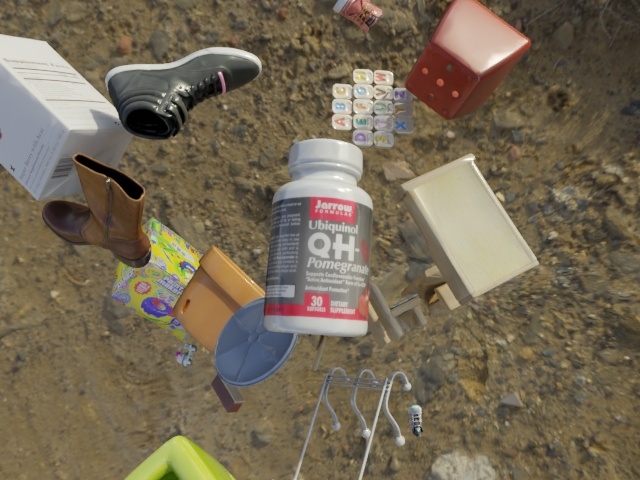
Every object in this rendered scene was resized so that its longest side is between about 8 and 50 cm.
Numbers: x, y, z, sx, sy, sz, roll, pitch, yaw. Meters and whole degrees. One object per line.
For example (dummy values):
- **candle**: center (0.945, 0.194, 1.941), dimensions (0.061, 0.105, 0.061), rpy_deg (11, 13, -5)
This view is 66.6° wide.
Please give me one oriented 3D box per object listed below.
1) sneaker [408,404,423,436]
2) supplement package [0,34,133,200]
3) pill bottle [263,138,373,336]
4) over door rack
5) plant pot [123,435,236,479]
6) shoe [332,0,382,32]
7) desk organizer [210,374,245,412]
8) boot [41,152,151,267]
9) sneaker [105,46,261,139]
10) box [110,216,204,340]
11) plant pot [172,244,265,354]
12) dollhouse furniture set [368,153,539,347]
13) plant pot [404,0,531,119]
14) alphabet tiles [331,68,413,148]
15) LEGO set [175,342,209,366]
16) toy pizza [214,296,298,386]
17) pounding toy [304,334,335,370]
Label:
- **sneaker**: center (0.269, 0.510, 1.355), dimensions (0.038, 0.098, 0.069), rpy_deg (-10, 38, 4)
- **supplement package**: center (-0.561, -0.248, 0.977), dimensions (0.293, 0.175, 0.177), rpy_deg (42, 114, 7)
- **pill bottle**: center (0.000, 0.000, 0.834), dimensions (0.176, 0.176, 0.319), rpy_deg (0, 80, 16)
- **over door rack**: center (0.050, 0.430, 1.039), dimensions (0.108, 0.239, 0.324), rpy_deg (43, 59, -20)
- **plant pot**: center (-0.078, 0.319, 0.334), dimensions (0.228, 0.207, 0.227), rpy_deg (-45, 46, -12)
- **shoe**: center (0.081, -0.472, 0.994), dimensions (0.081, 0.178, 0.063), rpy_deg (39, 117, -9)
- **desk organizer**: center (-0.307, 0.501, 1.608), dimensions (0.130, 0.047, 0.050), rpy_deg (45, 107, 37)
- **boot**: center (-0.469, -0.069, 0.983), dimensions (0.264, 0.280, 0.096), rpy_deg (32, 58, 5)
- **sneaker**: center (-0.245, -0.269, 0.920), dimensions (0.295, 0.104, 0.147), rpy_deg (-13, 61, -10)
- **box**: center (-0.504, 0.125, 1.612), dimensions (0.177, 0.290, 0.279), rpy_deg (-41, 33, 9)
- **plant pot**: center (-0.261, 0.183, 1.338), dimensions (0.291, 0.291, 0.203), rpy_deg (41, 82, 16)
- **dollhouse furniture set**: center (0.266, 0.029, 1.110), dimensions (0.362, 0.394, 0.256), rpy_deg (-24, 76, -13)
- **plant pot**: center (0.414, -0.527, 1.479), dimensions (0.267, 0.267, 0.236), rpy_deg (39, 57, 5)
- **alphabet tiles**: center (0.177, -0.444, 1.635), dimensions (0.278, 0.021, 0.284), rpy_deg (3, 76, -5)
- **LEGO set**: center (-0.347, 0.281, 1.527), dimensions (0.107, 0.287, 0.132), rpy_deg (38, 106, 13)
- **toy pizza**: center (-0.125, 0.202, 0.979), dimensions (0.201, 0.032, 0.201), rpy_deg (-20, 43, 19)
- **pounding toy**: center (0.010, 0.185, 1.063), dimensions (0.141, 0.130, 0.100), rpy_deg (-33, 59, -19)
